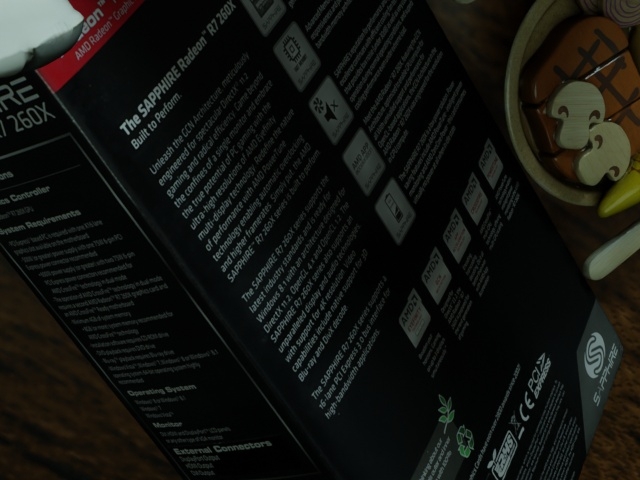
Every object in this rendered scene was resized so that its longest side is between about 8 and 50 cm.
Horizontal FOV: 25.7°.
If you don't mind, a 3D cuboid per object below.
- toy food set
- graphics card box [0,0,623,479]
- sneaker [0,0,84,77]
[{"bbox_3d":[0.149,-0.080,0.695,0.132,0.038,0.192,-39,116,-16],"label":"toy food set"},{"bbox_3d":[0.000,0.000,0.635,0.094,0.233,0.371,-14,122,38],"label":"graphics card box"},{"bbox_3d":[-0.212,-0.115,0.381,0.297,0.111,0.129,2,101,-22],"label":"sneaker"}]
